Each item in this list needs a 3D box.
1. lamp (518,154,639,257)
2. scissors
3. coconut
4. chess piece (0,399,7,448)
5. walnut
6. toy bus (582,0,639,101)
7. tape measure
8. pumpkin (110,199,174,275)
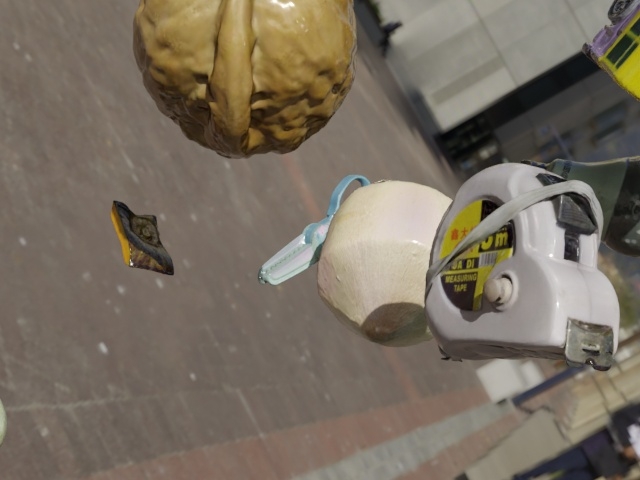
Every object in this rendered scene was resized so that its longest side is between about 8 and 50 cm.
[{"bbox_3d":[0.497,-0.068,1.846,0.182,0.313,0.182,-172,-90,-88],"label":"lamp"},{"bbox_3d":[0.000,0.000,1.602,0.030,0.256,0.125,8,-57,45],"label":"scissors"},{"bbox_3d":[0.104,0.042,1.445,0.224,0.224,0.234,55,25,-32],"label":"coconut"},{"bbox_3d":[-0.568,0.232,1.431,0.330,0.182,0.182,33,28,-56],"label":"chess piece"},{"bbox_3d":[-0.074,-0.203,1.062,0.257,0.224,0.257,-176,-90,-89],"label":"walnut"},{"bbox_3d":[0.572,-0.339,1.362,0.209,0.440,0.249,36,19,-11],"label":"toy bus"},{"bbox_3d":[0.184,0.024,1.022,0.120,0.236,0.197,12,79,-28],"label":"tape measure"},{"bbox_3d":[-0.230,0.003,1.339,0.073,0.035,0.101,22,40,-49],"label":"pumpkin"}]
